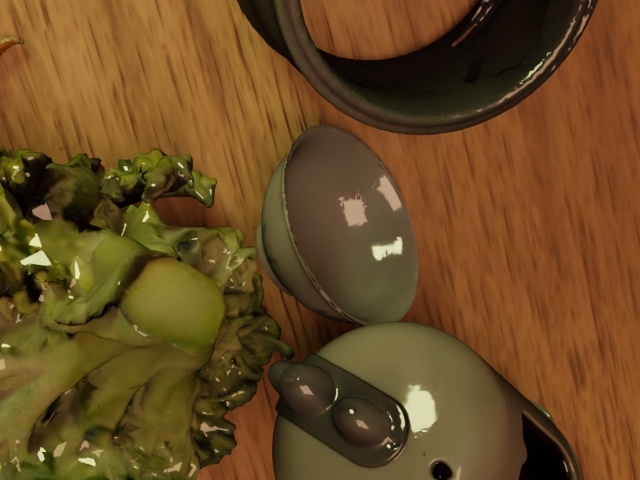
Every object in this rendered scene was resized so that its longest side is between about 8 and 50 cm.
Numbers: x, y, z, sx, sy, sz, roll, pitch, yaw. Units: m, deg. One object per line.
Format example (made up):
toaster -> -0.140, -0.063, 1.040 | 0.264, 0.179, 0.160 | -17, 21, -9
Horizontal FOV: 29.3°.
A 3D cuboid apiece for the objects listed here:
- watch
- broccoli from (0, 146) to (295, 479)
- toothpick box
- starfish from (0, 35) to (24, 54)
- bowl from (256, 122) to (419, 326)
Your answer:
watch -> 0.105, -0.255, 0.984 | 0.335, 0.314, 0.326 | 3, 116, -23
broccoli -> -0.181, 0.074, 1.002 | 0.334, 0.324, 0.272 | 42, 117, -17
toothpick box -> 0.079, 0.186, 1.046 | 0.229, 0.229, 0.316 | -44, 144, 2
starfish -> -0.335, -0.032, 0.920 | 0.301, 0.293, 0.084 | -38, 106, 0
bowl -> 0.000, 0.000, 1.085 | 0.086, 0.189, 0.189 | -23, 112, 34
